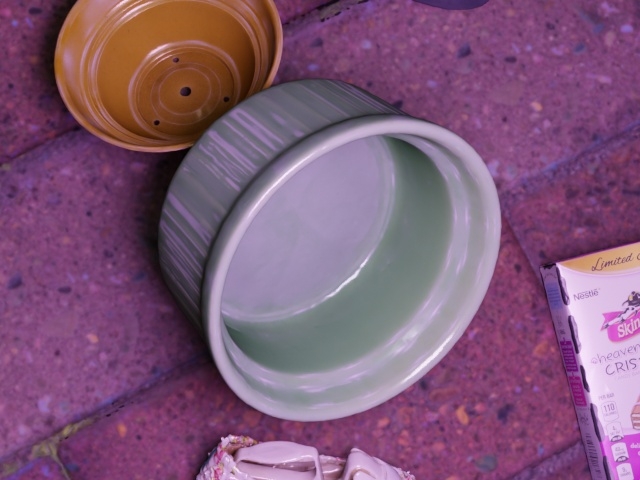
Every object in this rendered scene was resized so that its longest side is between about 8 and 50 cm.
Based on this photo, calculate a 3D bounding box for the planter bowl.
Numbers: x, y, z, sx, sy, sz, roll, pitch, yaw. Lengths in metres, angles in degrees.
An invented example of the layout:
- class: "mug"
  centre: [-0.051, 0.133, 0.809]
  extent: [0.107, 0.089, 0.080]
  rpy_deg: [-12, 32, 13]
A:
- class: "planter bowl"
  centre: [-0.135, -0.160, 1.823]
  extent: [0.217, 0.090, 0.217]
  rpy_deg: [-4, 64, 8]

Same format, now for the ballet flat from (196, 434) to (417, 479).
- class: "ballet flat"
  centre: [0.004, 0.232, 1.827]
  extent: [0.241, 0.091, 0.077]
  rpy_deg: [6, 126, -8]

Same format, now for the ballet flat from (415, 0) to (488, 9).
- class: "ballet flat"
  centre: [0.081, -0.281, 1.890]
  extent: [0.203, 0.074, 0.074]
  rpy_deg: [21, 83, -7]

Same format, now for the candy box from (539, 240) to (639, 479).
- class: "candy box"
  centre: [0.324, 0.117, 1.895]
  extent: [0.159, 0.071, 0.233]
  rpy_deg: [-14, 87, -8]

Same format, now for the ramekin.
- class: "ramekin"
  centre: [0.000, 0.000, 1.754]
  extent: [0.303, 0.148, 0.303]
  rpy_deg: [-17, 126, -25]
